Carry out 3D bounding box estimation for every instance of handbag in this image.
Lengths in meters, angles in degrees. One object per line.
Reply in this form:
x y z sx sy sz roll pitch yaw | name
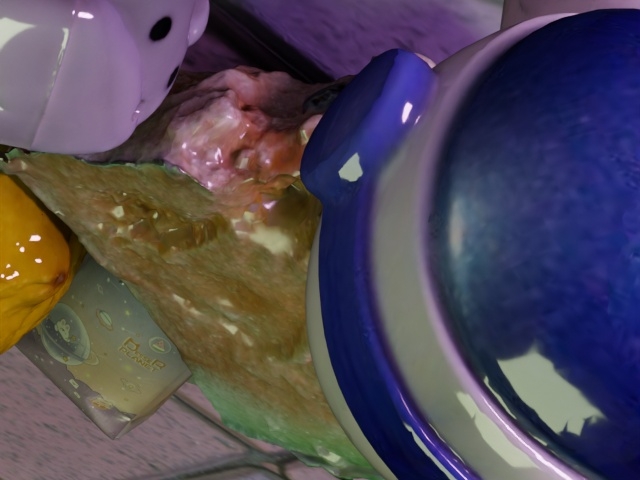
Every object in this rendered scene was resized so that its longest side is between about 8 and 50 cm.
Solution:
-0.126 0.052 1.114 0.117 0.095 0.173 45 129 -6 | handbag

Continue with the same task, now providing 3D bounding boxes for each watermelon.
0.009 -0.007 0.895 0.264 0.151 0.302 0 139 40 | watermelon

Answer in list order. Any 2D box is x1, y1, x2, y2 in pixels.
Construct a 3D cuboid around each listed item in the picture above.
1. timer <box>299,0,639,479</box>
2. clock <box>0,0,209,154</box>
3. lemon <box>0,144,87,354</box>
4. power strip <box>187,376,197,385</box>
0.116 -0.084 0.436 0.270 0.383 0.270 19 151 11 | timer
-0.111 -0.179 0.697 0.189 0.189 0.254 27 144 -2 | clock
-0.273 -0.040 0.958 0.284 0.260 0.260 11 149 41 | lemon
-0.152 0.079 1.254 0.216 0.061 0.145 16 149 18 | power strip
